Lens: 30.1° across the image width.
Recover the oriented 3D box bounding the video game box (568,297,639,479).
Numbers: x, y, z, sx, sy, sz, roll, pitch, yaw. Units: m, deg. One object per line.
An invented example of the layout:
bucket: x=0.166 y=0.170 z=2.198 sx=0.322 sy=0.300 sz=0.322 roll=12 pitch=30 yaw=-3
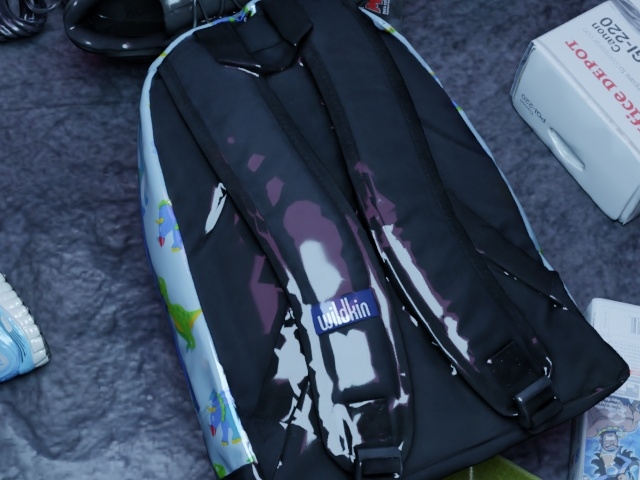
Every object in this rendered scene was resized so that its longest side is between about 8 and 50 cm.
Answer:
video game box: x=0.292 y=0.152 z=0.892 sx=0.205 sy=0.048 sz=0.187 roll=12 pitch=59 yaw=1

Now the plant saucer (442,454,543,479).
plant saucer: x=0.112 y=0.225 z=0.782 sx=0.188 sy=0.045 sz=0.188 roll=26 pitch=33 yaw=37

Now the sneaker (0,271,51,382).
sneaker: x=-0.272 y=0.041 z=0.890 sx=0.073 sy=0.063 sz=0.162 roll=-34 pitch=70 yaw=-18

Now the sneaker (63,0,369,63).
sneaker: x=-0.068 y=-0.196 z=0.924 sx=0.286 sy=0.130 sz=0.109 roll=-19 pitch=100 yaw=16

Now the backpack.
backpack: x=0.000 y=0.000 z=0.852 sx=0.290 sy=0.273 sz=0.356 roll=-24 pitch=85 yaw=-14

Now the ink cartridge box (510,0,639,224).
ink cartridge box: x=0.298 y=-0.137 z=1.024 sx=0.217 sy=0.092 sz=0.159 roll=-30 pitch=68 yaw=-18

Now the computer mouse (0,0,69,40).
computer mouse: x=-0.162 y=-0.263 z=1.066 sx=0.272 sy=0.072 sz=0.189 roll=-8 pitch=64 yaw=4

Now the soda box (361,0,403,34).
soda box: x=0.043 y=-0.190 z=1.046 sx=0.053 sy=0.060 sz=0.169 roll=9 pitch=61 yaw=-2
